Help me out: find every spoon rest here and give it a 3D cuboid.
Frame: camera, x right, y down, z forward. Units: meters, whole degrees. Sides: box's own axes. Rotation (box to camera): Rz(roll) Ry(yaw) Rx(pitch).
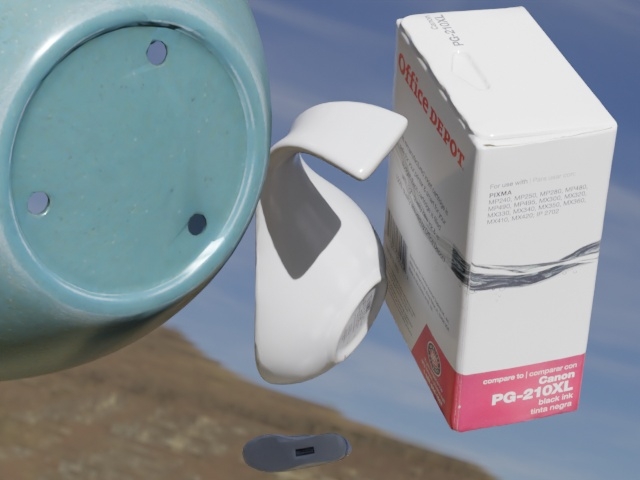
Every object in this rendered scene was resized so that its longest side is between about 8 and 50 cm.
[{"bbox_3d":[0.000,0.000,1.145,0.084,0.137,0.276,31,-32,15],"label":"spoon rest"}]

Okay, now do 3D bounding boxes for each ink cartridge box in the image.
[{"bbox_3d":[0.115,-0.017,1.162,0.100,0.237,0.172,-8,37,-14],"label":"ink cartridge box"}]

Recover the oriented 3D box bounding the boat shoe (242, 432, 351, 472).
[{"bbox_3d":[-0.020,0.192,1.538,0.100,0.035,0.035,-10,-14,15],"label":"boat shoe"}]

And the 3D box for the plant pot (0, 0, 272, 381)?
[{"bbox_3d":[-0.135,-0.056,0.776,0.290,0.290,0.195,26,-3,-40],"label":"plant pot"}]
